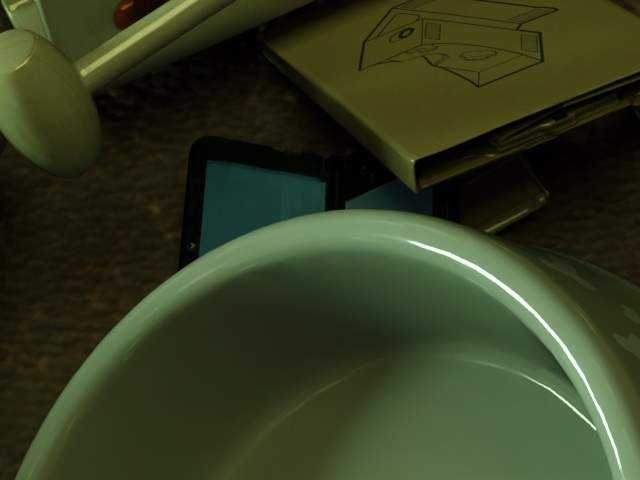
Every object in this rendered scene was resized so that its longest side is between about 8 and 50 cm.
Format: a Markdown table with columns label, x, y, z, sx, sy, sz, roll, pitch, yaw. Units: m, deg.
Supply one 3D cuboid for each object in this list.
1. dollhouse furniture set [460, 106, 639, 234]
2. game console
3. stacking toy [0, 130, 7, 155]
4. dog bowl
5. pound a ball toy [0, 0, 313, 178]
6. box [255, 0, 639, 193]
| label | x | y | z | sx | sy | sz | roll | pitch | yaw |
| --- | --- | --- | --- | --- | --- | --- | --- | --- | --- |
| dollhouse furniture set | 0.122 | -0.052 | 0.823 | 0.151 | 0.058 | 0.076 | -30 | 71 | 3 |
| game console | 0.000 | 0.000 | 0.748 | 0.085 | 0.124 | 0.144 | 28 | 51 | -38 |
| stacking toy | -0.222 | 0.071 | 0.680 | 0.141 | 0.141 | 0.330 | -1 | 64 | -3 |
| dog bowl | 0.008 | 0.146 | 0.554 | 0.348 | 0.102 | 0.349 | -18 | 59 | 31 |
| pound a ball toy | -0.047 | -0.149 | 0.795 | 0.319 | 0.136 | 0.208 | -27 | 47 | -14 |
| box | 0.076 | -0.101 | 0.795 | 0.164 | 0.021 | 0.201 | -22 | 34 | -14 |
